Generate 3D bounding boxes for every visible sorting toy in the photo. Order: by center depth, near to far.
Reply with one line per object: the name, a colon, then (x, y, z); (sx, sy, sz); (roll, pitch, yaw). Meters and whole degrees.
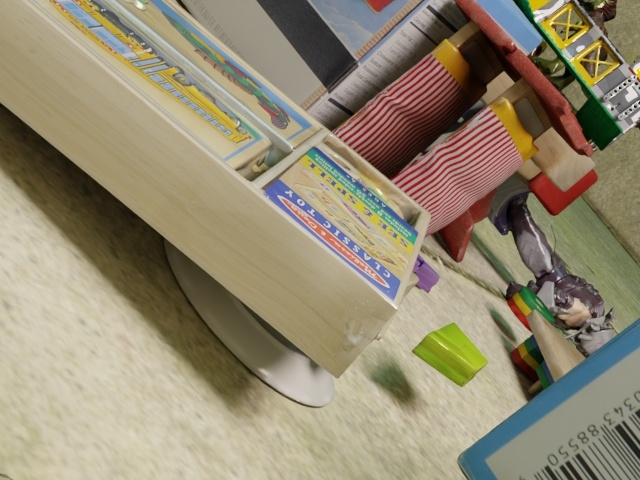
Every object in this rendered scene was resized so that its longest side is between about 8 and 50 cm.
sorting toy: (0.240, 0.151, 1.227); (0.132, 0.046, 0.274); (42, 14, -19)

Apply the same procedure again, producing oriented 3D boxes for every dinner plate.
dinner plate: (-0.037, 0.039, 0.781); (0.141, 0.017, 0.141); (45, 15, -15)

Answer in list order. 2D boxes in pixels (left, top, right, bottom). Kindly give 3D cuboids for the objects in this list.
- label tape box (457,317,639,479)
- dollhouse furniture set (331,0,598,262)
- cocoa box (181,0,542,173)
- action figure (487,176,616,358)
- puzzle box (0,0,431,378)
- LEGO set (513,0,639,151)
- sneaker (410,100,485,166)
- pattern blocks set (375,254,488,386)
label tape box: (0.253, 0.143, 0.747); (0.115, 0.249, 0.348); (55, 4, 39)
dollhouse furniture set: (0.157, -0.053, 1.257); (0.152, 0.201, 0.374); (54, 9, 27)
cocoa box: (0.006, -0.268, 1.297); (0.347, 0.228, 0.231); (54, 15, 25)
action figure: (0.252, 0.027, 1.508); (0.285, 0.099, 0.185); (61, 9, 9)
puzzle box: (-0.112, -0.103, 0.766); (0.409, 0.052, 0.272); (40, 14, -1)
LEGO set: (0.312, -0.223, 1.423); (0.255, 0.192, 0.331); (52, -5, 15)
sneaker: (0.126, -0.158, 1.509); (0.235, 0.153, 0.094); (32, 19, -47)
pattern blocks set: (0.000, 0.000, 0.917); (0.285, 0.026, 0.325); (44, 12, 17)
